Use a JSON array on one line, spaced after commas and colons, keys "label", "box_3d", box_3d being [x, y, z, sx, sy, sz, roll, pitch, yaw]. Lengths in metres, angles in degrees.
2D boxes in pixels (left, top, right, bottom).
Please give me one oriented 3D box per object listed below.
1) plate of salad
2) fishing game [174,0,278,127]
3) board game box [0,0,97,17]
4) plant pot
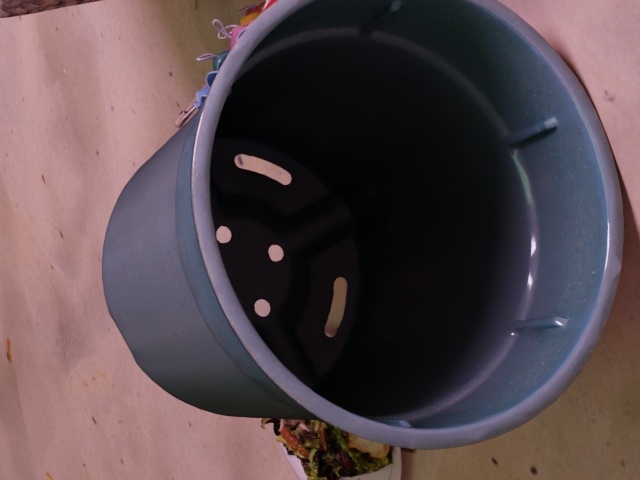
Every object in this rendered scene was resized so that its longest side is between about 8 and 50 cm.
[{"label": "plate of salad", "box_3d": [0.003, 0.181, 1.564, 0.200, 0.048, 0.200, 28, 128, 42]}, {"label": "fishing game", "box_3d": [-0.054, -0.191, 1.347, 0.041, 0.189, 0.264, 38, 164, -6]}, {"label": "board game box", "box_3d": [-0.233, -0.373, 1.355, 0.232, 0.141, 0.291, 122, 132, -67]}, {"label": "plant pot", "box_3d": [0.000, 0.000, 1.271, 0.334, 0.341, 0.341, -21, 90, 63]}]
